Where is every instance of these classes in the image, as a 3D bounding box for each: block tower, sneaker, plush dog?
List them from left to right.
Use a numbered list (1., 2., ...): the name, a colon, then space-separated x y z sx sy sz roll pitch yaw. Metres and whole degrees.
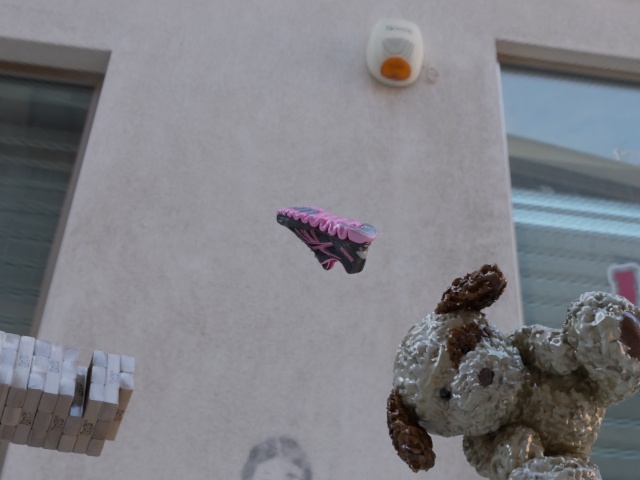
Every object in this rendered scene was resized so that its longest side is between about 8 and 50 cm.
1. block tower: -0.386 0.158 0.836 0.335 0.091 0.097 14 -63 -21
2. sneaker: 0.000 0.000 0.735 0.119 0.057 0.047 21 22 38
3. plush dog: 0.187 0.156 0.790 0.225 0.263 0.210 26 -10 0
